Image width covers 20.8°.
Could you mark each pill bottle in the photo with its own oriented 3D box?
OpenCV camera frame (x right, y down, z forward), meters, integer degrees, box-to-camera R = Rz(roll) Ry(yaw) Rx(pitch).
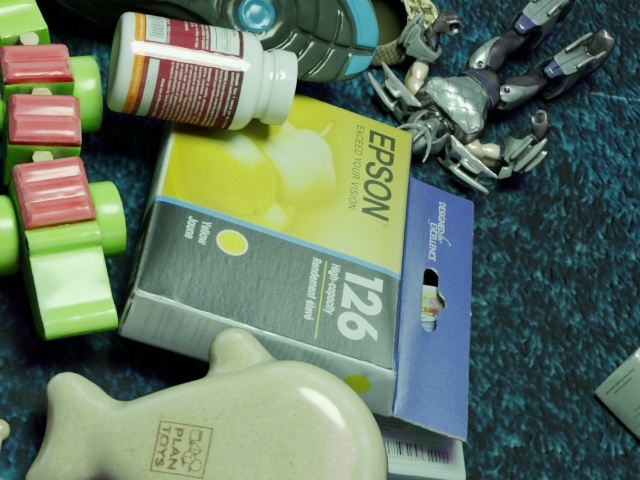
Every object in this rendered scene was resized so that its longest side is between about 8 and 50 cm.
[{"bbox_3d":[-0.101,-0.140,1.477,0.152,0.086,0.086,9,54,-13],"label":"pill bottle"}]

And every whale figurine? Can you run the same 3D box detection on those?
[{"bbox_3d":[-0.083,0.176,1.339,0.272,0.141,0.216,7,74,7],"label":"whale figurine"}]

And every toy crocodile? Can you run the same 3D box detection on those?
[{"bbox_3d":[-0.228,-0.073,1.432,0.115,0.105,0.340,-4,60,-16],"label":"toy crocodile"}]

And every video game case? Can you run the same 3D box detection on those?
[{"bbox_3d":[0.017,0.112,1.490,0.212,0.023,0.193,9,55,-20],"label":"video game case"}]

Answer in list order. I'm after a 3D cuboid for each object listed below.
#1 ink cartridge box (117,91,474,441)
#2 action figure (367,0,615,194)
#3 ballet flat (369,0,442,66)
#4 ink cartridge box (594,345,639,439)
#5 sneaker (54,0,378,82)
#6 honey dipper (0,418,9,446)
[{"bbox_3d":[0.000,0.000,1.502,0.307,0.072,0.303,16,43,-10],"label":"ink cartridge box"},{"bbox_3d":[0.168,-0.158,1.706,0.285,0.099,0.185,-37,90,-35],"label":"action figure"},{"bbox_3d":[0.019,-0.215,1.694,0.250,0.058,0.084,-5,61,-29],"label":"ballet flat"},{"bbox_3d":[0.369,0.156,1.597,0.191,0.082,0.139,45,50,10],"label":"ink cartridge box"},{"bbox_3d":[-0.112,-0.231,1.575,0.341,0.139,0.125,20,83,-11],"label":"sneaker"},{"bbox_3d":[-0.253,0.201,1.292,0.030,0.030,0.161,16,50,-16],"label":"honey dipper"}]
